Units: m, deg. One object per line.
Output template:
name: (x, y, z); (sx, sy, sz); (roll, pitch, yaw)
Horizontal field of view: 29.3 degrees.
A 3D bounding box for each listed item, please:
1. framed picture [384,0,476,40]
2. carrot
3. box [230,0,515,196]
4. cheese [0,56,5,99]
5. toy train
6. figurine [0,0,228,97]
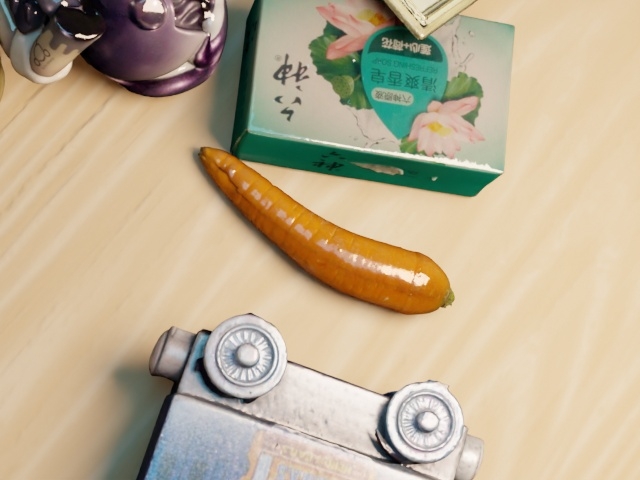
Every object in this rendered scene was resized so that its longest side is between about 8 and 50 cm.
framed picture: (0.101, -0.333, 1.169); (0.231, 0.018, 0.293); (49, 48, 0)
carrot: (0.000, 0.000, 1.116); (0.271, 0.062, 0.066); (25, 106, -2)
box: (0.049, -0.138, 1.137); (0.245, 0.092, 0.153); (8, 76, -11)
cheese: (-0.493, -0.206, 1.026); (0.384, 0.104, 0.383); (3, 76, -13)
toy train: (-0.017, 0.189, 1.030); (0.300, 0.131, 0.201); (20, 76, -7)
figurine: (-0.168, -0.188, 1.061); (0.222, 0.145, 0.145); (-18, 81, -41)
